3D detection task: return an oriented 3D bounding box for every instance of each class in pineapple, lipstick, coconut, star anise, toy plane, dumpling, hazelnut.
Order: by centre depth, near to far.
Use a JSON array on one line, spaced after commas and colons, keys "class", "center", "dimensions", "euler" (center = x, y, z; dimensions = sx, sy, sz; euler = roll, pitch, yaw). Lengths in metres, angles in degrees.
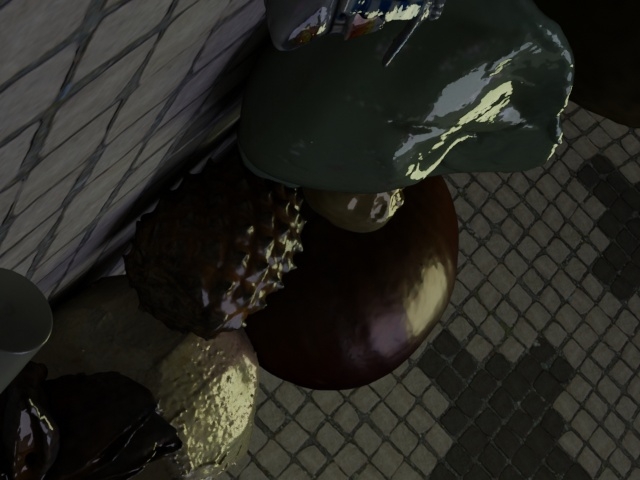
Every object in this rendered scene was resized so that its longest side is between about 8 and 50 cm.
[{"class": "toy plane", "center": [0.054, -0.206, 0.663], "dimensions": [0.273, 0.107, 0.182], "euler": [-59, 177, -12]}, {"class": "lipstick", "center": [-0.283, 0.115, 0.828], "dimensions": [0.254, 0.070, 0.070], "euler": [-43, -178, 36]}, {"class": "dumpling", "center": [0.063, -0.145, 0.971], "dimensions": [0.270, 0.211, 0.320], "euler": [-8, -173, -11]}, {"class": "star anise", "center": [-0.299, 0.205, 1.129], "dimensions": [0.332, 0.117, 0.331], "euler": [-17, 156, -8]}, {"class": "pineapple", "center": [-0.065, -0.047, 1.266], "dimensions": [0.361, 0.175, 0.175], "euler": [-47, -177, -35]}, {"class": "coconut", "center": [-0.218, 0.179, 1.384], "dimensions": [0.297, 0.297, 0.254], "euler": [-43, 173, 37]}, {"class": "hazelnut", "center": [0.000, 0.000, 1.543], "dimensions": [0.359, 0.359, 0.409], "euler": [-43, -165, 29]}]

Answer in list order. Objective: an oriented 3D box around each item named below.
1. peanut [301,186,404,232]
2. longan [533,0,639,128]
[{"class": "peanut", "center": [0.070, -0.159, 1.205], "dimensions": [0.152, 0.152, 0.313], "euler": [145, -33, -82]}, {"class": "longan", "center": [0.362, -0.301, 1.152], "dimensions": [0.391, 0.391, 0.391], "euler": [-44, -179, 1]}]
